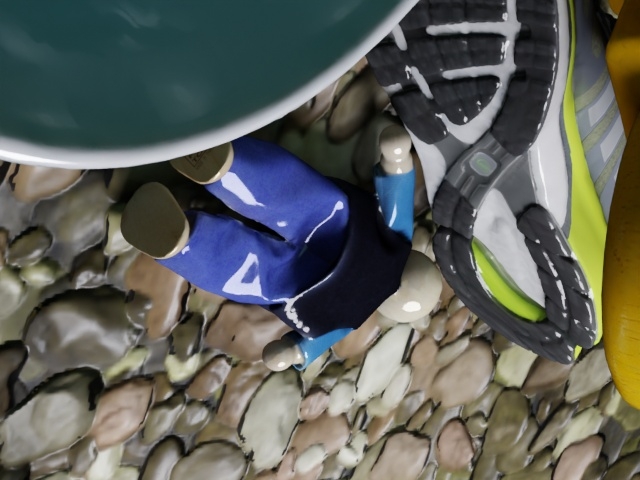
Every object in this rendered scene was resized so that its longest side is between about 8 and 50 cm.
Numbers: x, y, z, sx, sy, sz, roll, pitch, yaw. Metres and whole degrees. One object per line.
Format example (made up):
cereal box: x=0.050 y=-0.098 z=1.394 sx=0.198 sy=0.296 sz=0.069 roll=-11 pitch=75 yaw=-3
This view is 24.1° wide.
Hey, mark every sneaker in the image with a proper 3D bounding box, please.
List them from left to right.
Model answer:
sneaker: x=0.100 y=-0.083 z=0.709 sx=0.121 sy=0.111 sz=0.300 roll=-50 pitch=142 yaw=-32

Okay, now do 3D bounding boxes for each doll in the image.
doll: x=0.000 y=0.000 z=0.694 sx=0.189 sy=0.046 sz=0.129 roll=27 pitch=96 yaw=-48

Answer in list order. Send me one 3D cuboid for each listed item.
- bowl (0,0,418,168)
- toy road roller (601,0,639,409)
bowl: x=-0.079 y=-0.189 z=0.396 sx=0.312 sy=0.163 sz=0.311 roll=-27 pitch=129 yaw=-39
toy road roller: x=0.200 y=-0.063 z=0.579 sx=0.240 sy=0.203 sz=0.329 roll=-65 pitch=148 yaw=-27
